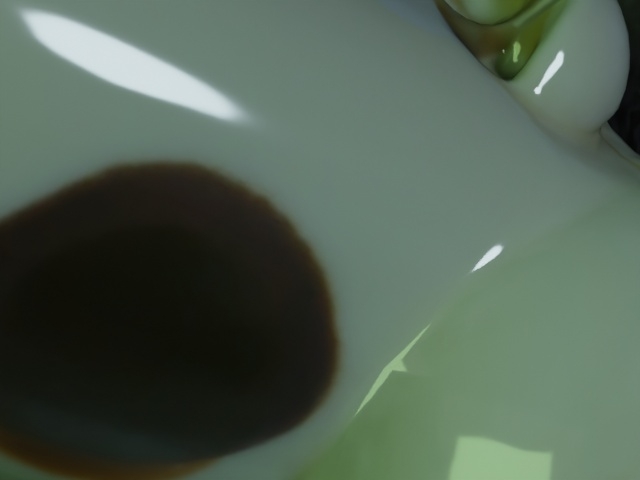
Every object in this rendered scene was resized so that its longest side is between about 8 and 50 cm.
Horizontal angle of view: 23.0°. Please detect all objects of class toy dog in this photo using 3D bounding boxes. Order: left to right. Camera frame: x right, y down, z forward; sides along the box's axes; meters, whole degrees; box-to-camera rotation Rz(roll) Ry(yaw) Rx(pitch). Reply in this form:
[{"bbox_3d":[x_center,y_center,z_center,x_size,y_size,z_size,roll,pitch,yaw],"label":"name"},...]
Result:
[{"bbox_3d":[0.000,0.000,0.493,0.408,0.395,0.284,36,101,-1],"label":"toy dog"}]
